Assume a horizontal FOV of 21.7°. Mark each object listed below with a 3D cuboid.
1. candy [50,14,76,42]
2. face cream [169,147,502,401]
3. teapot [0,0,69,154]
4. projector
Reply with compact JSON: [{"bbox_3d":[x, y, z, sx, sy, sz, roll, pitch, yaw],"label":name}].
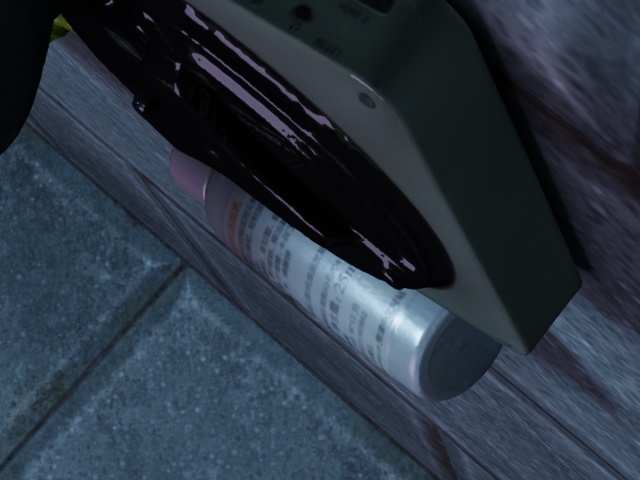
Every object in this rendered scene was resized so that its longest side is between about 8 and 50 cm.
[{"bbox_3d":[-0.142,-0.139,1.111,0.262,0.077,0.073,26,144,35],"label":"candy"},{"bbox_3d":[0.000,0.000,1.055,0.269,0.082,0.082,38,172,37],"label":"face cream"},{"bbox_3d":[-0.273,-0.082,0.554,0.376,0.361,0.306,5,131,54],"label":"teapot"},{"bbox_3d":[-0.023,-0.067,0.736,0.257,0.079,0.259,34,169,30],"label":"projector"}]
